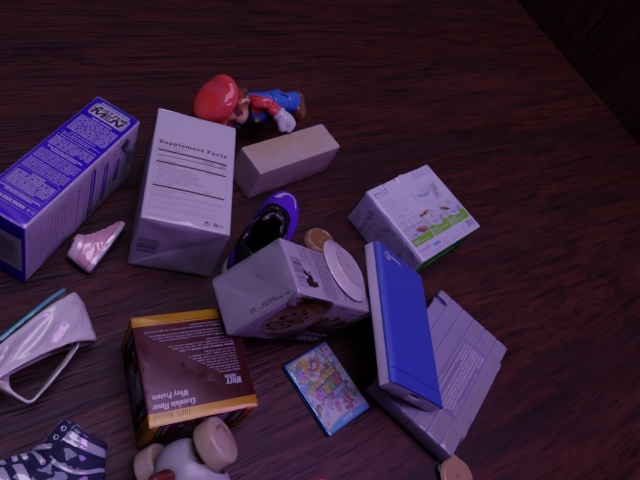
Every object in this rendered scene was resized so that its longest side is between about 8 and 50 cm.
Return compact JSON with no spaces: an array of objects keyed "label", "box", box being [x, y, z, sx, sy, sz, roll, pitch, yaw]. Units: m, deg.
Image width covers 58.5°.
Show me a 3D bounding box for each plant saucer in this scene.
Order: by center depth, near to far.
[{"label":"plant saucer","box":[0.000,0.000,1.408,0.083,0.015,0.083,14,52,-19]}]

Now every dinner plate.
[{"label":"dinner plate","box":[0.054,0.057,1.153,0.141,0.017,0.141,46,22,-25]}]

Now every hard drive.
[{"label":"hard drive","box":[0.176,0.181,1.222,0.210,0.040,0.318,36,39,-42]}]

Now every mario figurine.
[{"label":"mario figurine","box":[-0.189,-0.314,1.448,0.320,0.198,0.170,-15,81,-48]}]

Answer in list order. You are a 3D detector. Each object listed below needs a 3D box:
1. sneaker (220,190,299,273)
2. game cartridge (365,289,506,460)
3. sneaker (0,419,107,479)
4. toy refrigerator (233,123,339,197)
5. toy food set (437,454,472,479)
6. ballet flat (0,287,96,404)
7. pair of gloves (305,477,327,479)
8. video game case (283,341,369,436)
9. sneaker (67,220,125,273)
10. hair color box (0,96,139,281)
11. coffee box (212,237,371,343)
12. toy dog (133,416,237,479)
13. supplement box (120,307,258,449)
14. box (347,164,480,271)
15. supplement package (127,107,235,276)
[{"label":"sneaker","box":[-0.107,-0.028,1.284,0.102,0.146,0.293,32,49,-5]},{"label":"game cartridge","box":[0.279,0.300,1.318,0.230,0.068,0.355,45,49,2]},{"label":"sneaker","box":[-0.462,0.345,0.857,0.282,0.099,0.153,17,56,-26]},{"label":"toy refrigerator","box":[-0.089,-0.208,1.451,0.269,0.102,0.094,-25,72,-38]},{"label":"toy food set","box":[0.283,0.497,1.202,0.083,0.020,0.082,46,49,7]},{"label":"ballet flat","box":[-0.525,0.229,0.903,0.139,0.139,0.400,43,48,6]},{"label":"pair of gloves","box":[-0.036,0.513,1.020,0.198,0.023,0.159,2,59,-26]},{"label":"video game case","box":[0.013,0.308,1.196,0.119,0.015,0.166,-24,71,-38]},{"label":"sneaker","box":[-0.452,-0.003,1.144,0.070,0.051,0.134,34,52,-9]},{"label":"hair color box","box":[-0.498,-0.106,1.104,0.110,0.185,0.339,32,48,-2]},{"label":"coffee box","box":[-0.043,0.111,1.121,0.297,0.168,0.119,23,41,-57]},{"label":"toy dog","box":[-0.171,0.439,0.886,0.334,0.220,0.161,39,6,11]},{"label":"supplement box","box":[-0.241,0.243,1.030,0.191,0.129,0.194,-3,59,-30]},{"label":"box","box":[0.246,-0.051,1.502,0.262,0.127,0.231,-28,73,-38]},{"label":"supplement package","box":[-0.292,-0.100,1.215,0.175,0.177,0.293,12,53,-20]}]
